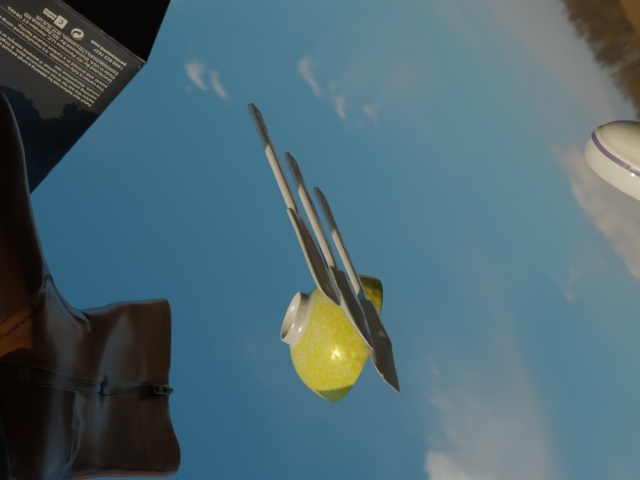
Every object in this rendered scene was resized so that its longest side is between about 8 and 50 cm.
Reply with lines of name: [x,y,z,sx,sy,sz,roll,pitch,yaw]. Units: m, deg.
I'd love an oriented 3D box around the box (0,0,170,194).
box: [-0.342,-0.272,1.050,0.179,0.312,0.343,35,-143,-26]

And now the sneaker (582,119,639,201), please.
sneaker: [0.365,-0.090,0.648,0.282,0.161,0.102,12,-148,4]

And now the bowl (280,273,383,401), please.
bowl: [0.005,0.189,1.785,0.156,0.289,0.289,22,-143,-11]

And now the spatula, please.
spatula: [0.000,0.000,0.675,0.168,0.019,0.242,49,-168,-44]

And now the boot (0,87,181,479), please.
boot: [-0.166,0.043,0.558,0.280,0.096,0.264,19,-119,-69]
